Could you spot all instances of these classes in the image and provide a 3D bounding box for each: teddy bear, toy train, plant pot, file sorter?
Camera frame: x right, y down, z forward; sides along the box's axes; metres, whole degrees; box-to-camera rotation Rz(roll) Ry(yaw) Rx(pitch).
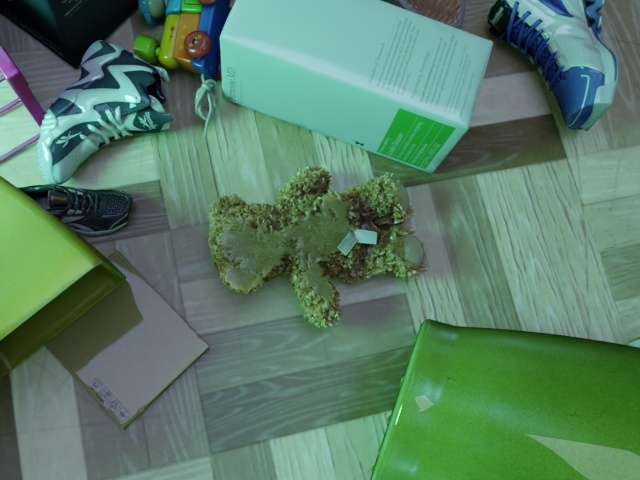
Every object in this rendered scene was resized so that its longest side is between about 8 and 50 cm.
[{"bbox_3d":[0.000,0.000,1.017,0.338,0.113,0.245,-26,87,-21],"label":"teddy bear"},{"bbox_3d":[-0.226,-0.286,1.066,0.144,0.105,0.247,7,81,11],"label":"toy train"},{"bbox_3d":[-0.399,0.034,0.853,0.212,0.212,0.187,-39,89,-12],"label":"plant pot"},{"bbox_3d":[-0.545,-0.251,0.952,0.182,0.202,0.290,-35,82,-13],"label":"file sorter"},{"bbox_3d":[0.261,0.263,0.867,0.353,0.366,0.366,19,73,10],"label":"plant pot"}]

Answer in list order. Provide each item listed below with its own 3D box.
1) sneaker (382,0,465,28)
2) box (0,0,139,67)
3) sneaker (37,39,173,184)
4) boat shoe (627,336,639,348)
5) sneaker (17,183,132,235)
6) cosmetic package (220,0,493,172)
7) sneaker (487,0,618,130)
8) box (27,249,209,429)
[{"bbox_3d":[0.098,-0.423,1.137,0.302,0.121,0.108,14,89,-25],"label":"sneaker"},{"bbox_3d":[-0.415,-0.481,0.928,0.294,0.395,0.212,37,74,3],"label":"box"},{"bbox_3d":[-0.302,-0.174,1.008,0.153,0.094,0.234,18,68,11],"label":"sneaker"},{"bbox_3d":[0.608,0.186,1.038,0.277,0.098,0.096,3,74,-8],"label":"boat shoe"},{"bbox_3d":[-0.364,-0.048,0.984,0.178,0.077,0.071,-4,77,-9],"label":"sneaker"},{"bbox_3d":[0.044,-0.257,1.034,0.366,0.197,0.155,18,74,-1],"label":"cosmetic package"},{"bbox_3d":[0.375,-0.334,1.146,0.182,0.127,0.315,4,68,-3],"label":"sneaker"},{"bbox_3d":[-0.285,0.138,0.974,0.201,0.021,0.164,45,74,6],"label":"box"}]
